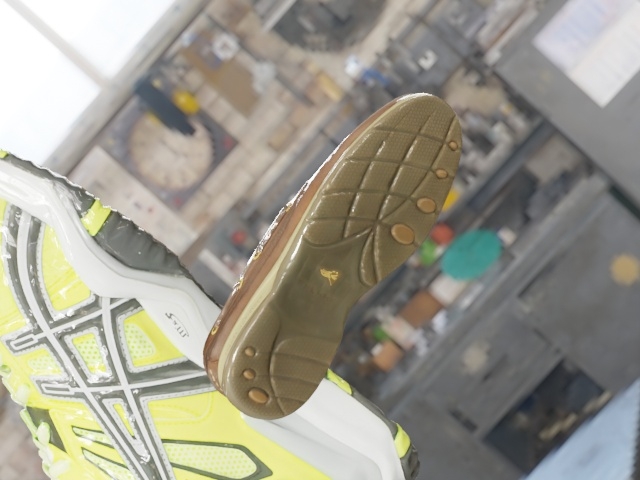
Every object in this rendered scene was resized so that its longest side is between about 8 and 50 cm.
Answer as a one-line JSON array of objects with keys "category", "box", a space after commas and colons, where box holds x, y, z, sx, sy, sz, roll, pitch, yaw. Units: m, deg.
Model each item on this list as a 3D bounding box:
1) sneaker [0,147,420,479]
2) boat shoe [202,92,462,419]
[{"category": "sneaker", "box": [-0.127, 0.074, 0.910, 0.147, 0.384, 0.145, -56, 6, -11]}, {"category": "boat shoe", "box": [0.000, 0.001, 0.778, 0.178, 0.064, 0.060, -55, 32, -5]}]
